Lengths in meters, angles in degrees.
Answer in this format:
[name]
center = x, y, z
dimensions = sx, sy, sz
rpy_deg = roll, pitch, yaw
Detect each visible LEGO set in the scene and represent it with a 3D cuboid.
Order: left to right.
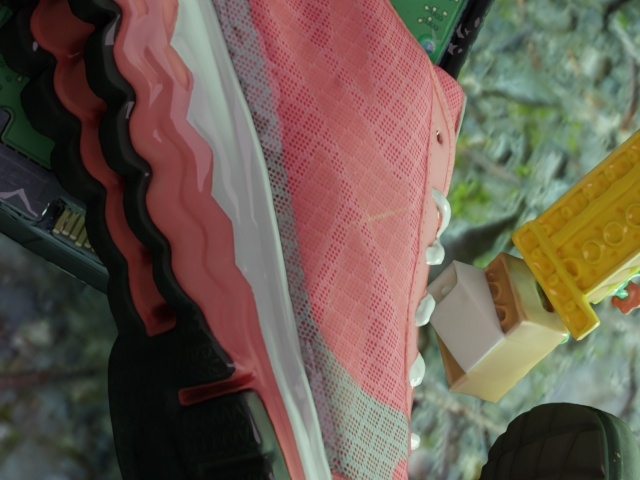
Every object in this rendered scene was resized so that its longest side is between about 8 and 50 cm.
[LEGO set]
center = 0.139, -0.063, 0.672
dimensions = 0.107, 0.132, 0.287
rpy_deg = -10, 118, -49

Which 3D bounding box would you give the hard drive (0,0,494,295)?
[hard drive]
center = -0.036, -0.150, 0.668
dimensions = 0.237, 0.064, 0.339
rpy_deg = 31, 73, -20

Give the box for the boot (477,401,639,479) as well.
[boot]
center = 0.141, 0.182, 0.727
dimensions = 0.161, 0.083, 0.247
rpy_deg = -2, 92, -32

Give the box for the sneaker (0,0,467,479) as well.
[sneaker]
center = 0.000, 0.000, 0.577
dimensions = 0.136, 0.116, 0.314
rpy_deg = -17, 93, -27
